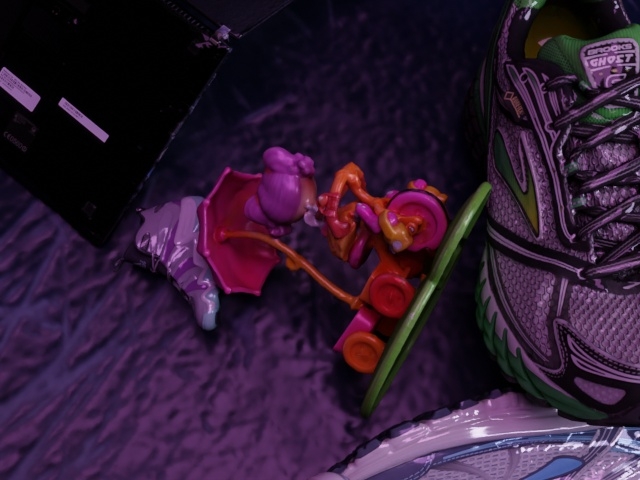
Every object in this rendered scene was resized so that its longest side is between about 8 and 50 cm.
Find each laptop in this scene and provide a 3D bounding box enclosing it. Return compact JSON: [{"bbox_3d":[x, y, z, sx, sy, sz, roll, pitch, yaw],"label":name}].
[{"bbox_3d":[-0.146,-0.174,0.862,0.234,0.136,0.264,38,105,11],"label":"laptop"}]

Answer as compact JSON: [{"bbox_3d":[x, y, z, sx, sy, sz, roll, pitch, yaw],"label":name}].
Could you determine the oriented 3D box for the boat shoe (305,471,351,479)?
[{"bbox_3d":[0.032,0.207,0.681,0.063,0.066,0.184,-18,107,-24],"label":"boat shoe"}]

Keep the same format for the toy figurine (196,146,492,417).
[{"bbox_3d":[0.000,0.000,0.747,0.159,0.173,0.130,29,36,8],"label":"toy figurine"}]

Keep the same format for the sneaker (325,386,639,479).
[{"bbox_3d":[0.126,0.151,0.729,0.283,0.110,0.122,-16,74,-10],"label":"sneaker"}]

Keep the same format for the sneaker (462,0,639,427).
[{"bbox_3d":[0.155,-0.040,0.728,0.134,0.146,0.344,-4,50,-5],"label":"sneaker"}]

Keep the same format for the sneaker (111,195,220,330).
[{"bbox_3d":[-0.104,0.019,0.802,0.069,0.038,0.098,-8,59,-6],"label":"sneaker"}]
